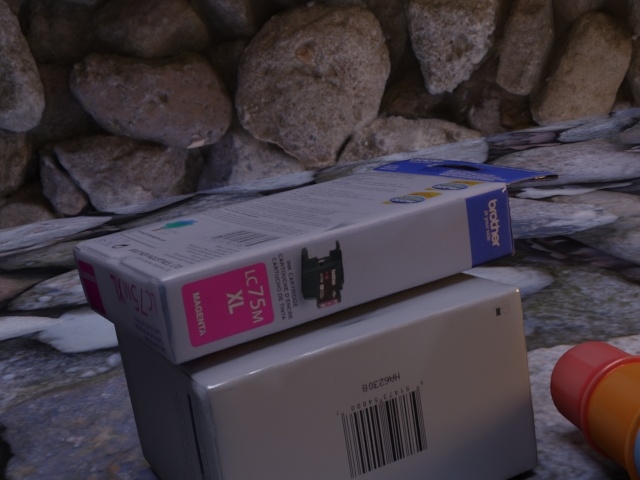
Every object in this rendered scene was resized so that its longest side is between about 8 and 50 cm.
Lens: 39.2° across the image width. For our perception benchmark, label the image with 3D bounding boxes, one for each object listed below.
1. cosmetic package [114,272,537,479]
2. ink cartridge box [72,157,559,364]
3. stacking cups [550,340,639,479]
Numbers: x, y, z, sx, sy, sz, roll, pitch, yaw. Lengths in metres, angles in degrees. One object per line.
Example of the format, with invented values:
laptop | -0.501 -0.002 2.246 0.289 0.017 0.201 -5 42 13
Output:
cosmetic package | -0.006 0.104 0.652 0.224 0.138 0.224 -15 15 -23
ink cartridge box | 0.000 0.000 0.654 0.311 0.065 0.186 -18 15 -27
stacking cups | 0.219 0.129 0.509 0.096 0.096 0.316 -12 10 -12
